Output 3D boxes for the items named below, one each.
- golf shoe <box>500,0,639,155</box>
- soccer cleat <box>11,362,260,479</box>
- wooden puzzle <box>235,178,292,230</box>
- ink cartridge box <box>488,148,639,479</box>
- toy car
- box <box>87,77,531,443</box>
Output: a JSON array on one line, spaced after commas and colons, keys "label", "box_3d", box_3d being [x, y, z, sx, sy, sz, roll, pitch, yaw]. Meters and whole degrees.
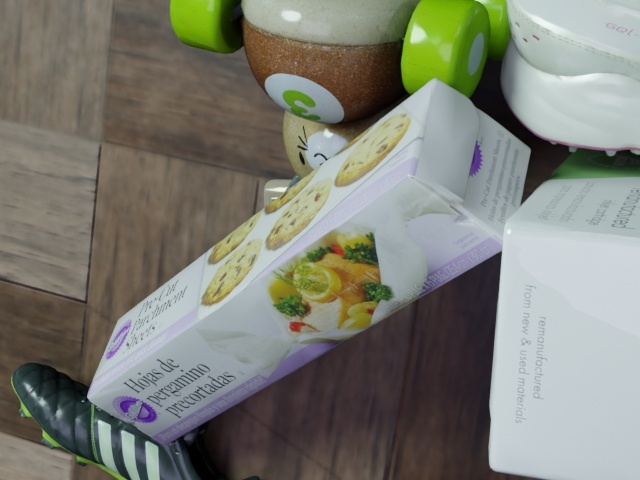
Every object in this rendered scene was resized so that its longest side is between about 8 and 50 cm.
[{"label": "golf shoe", "box_3d": [0.231, -0.117, 0.567, 0.306, 0.115, 0.140, -4, 126, 11]}, {"label": "soccer cleat", "box_3d": [-0.118, 0.127, 0.824, 0.179, 0.060, 0.072, 38, 103, 2]}, {"label": "wooden puzzle", "box_3d": [0.000, 0.000, 0.769, 0.116, 0.014, 0.078, 10, 101, 19]}, {"label": "ink cartridge box", "box_3d": [0.270, 0.044, 0.567, 0.353, 0.207, 0.119, 7, 106, 18]}, {"label": "toy car", "box_3d": [0.015, -0.060, 0.688, 0.155, 0.149, 0.188, 15, 119, 21]}, {"label": "box", "box_3d": [-0.021, 0.026, 0.683, 0.063, 0.067, 0.324, 34, 141, -19]}]
